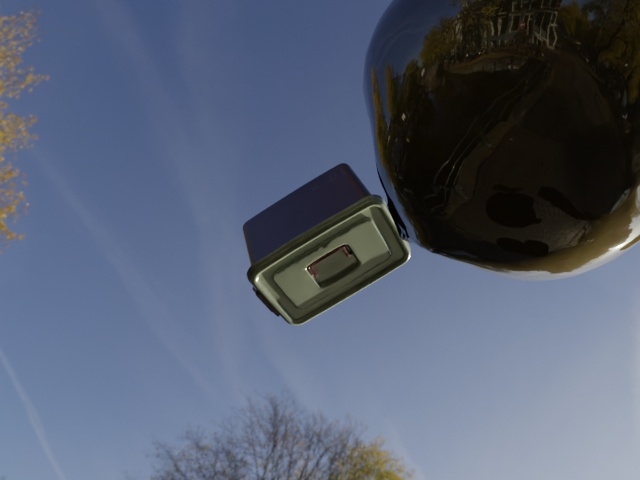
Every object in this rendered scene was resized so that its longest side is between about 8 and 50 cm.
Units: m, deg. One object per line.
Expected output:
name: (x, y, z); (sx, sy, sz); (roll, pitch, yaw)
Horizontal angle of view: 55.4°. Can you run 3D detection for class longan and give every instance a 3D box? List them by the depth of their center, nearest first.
longan: (0.179, -0.116, 0.543); (0.319, 0.319, 0.318); (13, -47, 14)

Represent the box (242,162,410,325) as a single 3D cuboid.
box: (0.000, 0.000, 1.155); (0.294, 0.167, 0.193); (-31, -46, 5)
